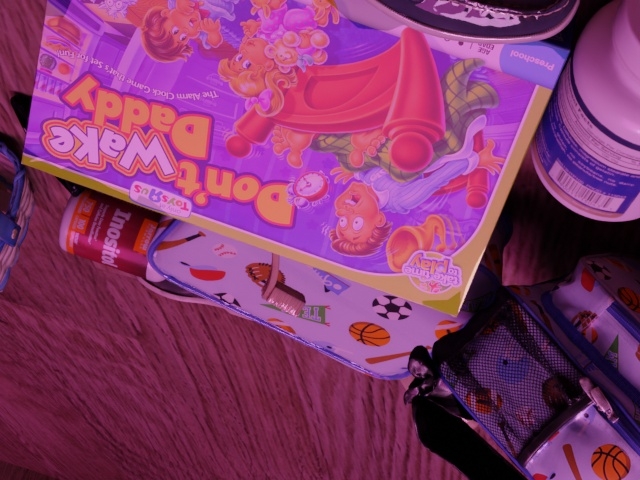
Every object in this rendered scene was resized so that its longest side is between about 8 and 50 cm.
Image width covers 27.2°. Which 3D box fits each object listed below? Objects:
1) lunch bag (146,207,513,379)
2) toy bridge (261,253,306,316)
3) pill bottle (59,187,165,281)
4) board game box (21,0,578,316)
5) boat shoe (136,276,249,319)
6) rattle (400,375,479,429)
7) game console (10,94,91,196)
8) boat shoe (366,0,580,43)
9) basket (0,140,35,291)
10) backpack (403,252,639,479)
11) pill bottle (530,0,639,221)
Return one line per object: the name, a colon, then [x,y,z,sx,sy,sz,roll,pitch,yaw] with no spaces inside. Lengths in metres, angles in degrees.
lunch bag: [0.000,0.000,1.196,0.303,0.115,0.243,28,140,-14]
toy bridge: [0.002,-0.031,1.056,0.063,0.188,0.026,28,-165,-12]
pill bottle: [-0.199,-0.006,1.439,0.152,0.086,0.086,18,157,3]
board game box: [-0.024,-0.109,0.944,0.347,0.078,0.233,19,125,2]
boat shoe: [-0.123,0.037,1.533,0.206,0.075,0.065,15,114,26]
rattle: [0.130,0.100,1.427,0.200,0.130,0.143,47,145,5]
game console: [-0.250,-0.103,1.362,0.107,0.071,0.122,45,164,21]
boat shoe: [0.045,-0.200,0.812,0.254,0.095,0.079,29,168,4]
basket: [-0.435,-0.040,1.409,0.255,0.201,0.289,17,166,11]
backpack: [0.251,0.145,1.122,0.213,0.263,0.276,-43,162,27]
pill bottle: [0.213,-0.097,0.869,0.112,0.112,0.187,20,157,2]
